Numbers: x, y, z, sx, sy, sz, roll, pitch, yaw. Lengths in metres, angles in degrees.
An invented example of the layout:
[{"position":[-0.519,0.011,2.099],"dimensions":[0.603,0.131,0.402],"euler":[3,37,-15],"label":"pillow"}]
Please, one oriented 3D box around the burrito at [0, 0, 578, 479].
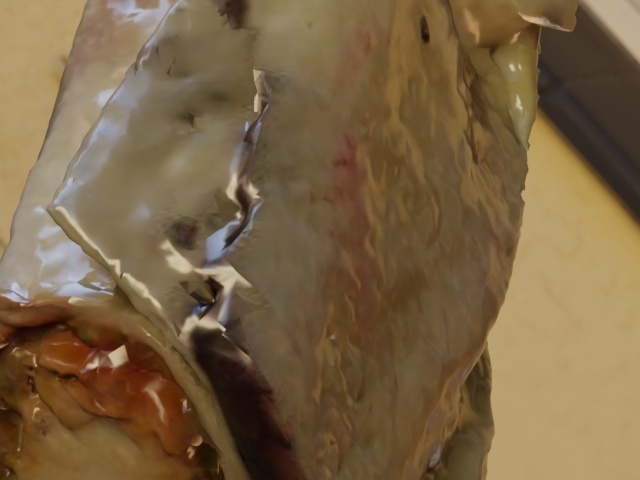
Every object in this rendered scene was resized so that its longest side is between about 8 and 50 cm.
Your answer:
[{"position":[-0.008,-0.004,0.493],"dimensions":[0.107,0.347,0.175],"euler":[-7,-27,41],"label":"burrito"}]
